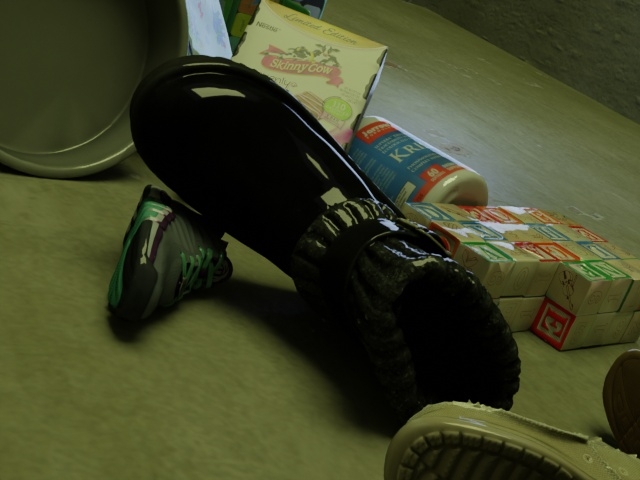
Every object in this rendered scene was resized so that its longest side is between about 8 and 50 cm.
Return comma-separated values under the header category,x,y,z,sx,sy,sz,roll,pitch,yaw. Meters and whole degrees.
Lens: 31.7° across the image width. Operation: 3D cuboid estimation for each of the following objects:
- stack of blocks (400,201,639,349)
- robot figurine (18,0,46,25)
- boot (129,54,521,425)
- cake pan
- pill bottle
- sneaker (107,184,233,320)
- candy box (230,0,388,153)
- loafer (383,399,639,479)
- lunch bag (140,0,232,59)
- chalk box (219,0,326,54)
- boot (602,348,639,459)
category,x,y,z,sx,sy,sz,roll,pitch,yaw
stack of blocks,0.225,0.038,1.225,0.297,0.087,0.171,1,27,-46
robot figurine,-0.378,-0.281,1.286,0.299,0.200,0.353,5,23,-17
boot,0.003,-0.003,0.917,0.348,0.131,0.260,35,12,-24
cake pan,-0.265,-0.210,1.117,0.293,0.293,0.054,4,4,-42
pill bottle,0.076,-0.070,1.311,0.221,0.124,0.124,35,23,35
sneaker,-0.115,0.013,0.942,0.098,0.083,0.224,23,17,-11
candy box,-0.038,-0.137,1.239,0.159,0.071,0.233,21,62,1
loafer,0.156,0.176,0.763,0.268,0.102,0.092,25,15,-18
lunch bag,-0.162,-0.214,1.315,0.090,0.219,0.176,-11,21,10
chalk box,-0.118,-0.395,1.921,0.179,0.180,0.289,7,22,-37
boot,0.386,0.189,0.965,0.203,0.095,0.262,5,26,-39
